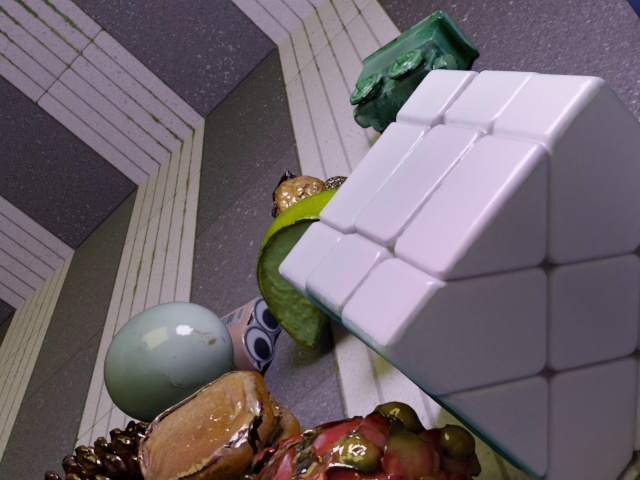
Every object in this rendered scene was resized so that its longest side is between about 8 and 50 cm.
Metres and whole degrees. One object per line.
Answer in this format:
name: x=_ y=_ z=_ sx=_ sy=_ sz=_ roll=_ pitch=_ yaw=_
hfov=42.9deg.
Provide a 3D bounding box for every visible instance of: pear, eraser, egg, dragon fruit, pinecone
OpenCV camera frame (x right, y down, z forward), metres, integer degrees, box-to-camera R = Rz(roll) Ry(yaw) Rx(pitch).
pear: x=-0.004 y=0.001 z=1.382 sx=0.239 sy=0.139 sz=0.288 roll=-48 pitch=-25 yaw=-49
eraser: x=-0.206 y=0.222 z=1.598 sx=0.290 sy=0.087 sz=0.171 roll=-29 pitch=28 yaw=36
egg: x=-0.268 y=0.215 z=1.431 sx=0.282 sy=0.203 sz=0.203 roll=-29 pitch=30 yaw=42
dragon fruit: x=0.048 y=0.291 z=0.850 sx=0.291 sy=0.250 sz=0.269 roll=-50 pitch=15 yaw=28
pinecone: x=-0.346 y=0.433 z=1.368 sx=0.224 sy=0.224 sz=0.272 roll=-19 pitch=15 yaw=49

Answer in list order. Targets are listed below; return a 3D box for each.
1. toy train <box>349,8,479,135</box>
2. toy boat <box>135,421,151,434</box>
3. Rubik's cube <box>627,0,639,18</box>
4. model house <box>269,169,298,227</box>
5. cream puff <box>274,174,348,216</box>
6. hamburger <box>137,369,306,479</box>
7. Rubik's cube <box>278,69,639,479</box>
toy train: x=0.181 y=-0.331 z=1.686 sx=0.266 sy=0.145 sz=0.202 roll=-24 pitch=30 yaw=43
toy boat: x=-0.383 y=0.427 z=1.636 sx=0.049 sy=0.047 sz=0.149 roll=-19 pitch=36 yaw=48
Rubik's cube: x=0.540 y=-0.463 z=1.054 sx=0.318 sy=0.316 sz=0.313 roll=-45 pitch=25 yaw=12
model house: x=-0.067 y=-0.037 z=1.688 sx=0.106 sy=0.165 sz=0.152 roll=-12 pitch=41 yaw=29
cream puff: x=0.021 y=-0.047 z=1.544 sx=0.169 sy=0.183 sz=0.183 roll=-18 pitch=33 yaw=15
hamburger: x=-0.131 y=0.318 z=1.163 sx=0.260 sy=0.211 sz=0.245 roll=-19 pitch=29 yaw=39
Rubik's cube: x=0.200 y=0.034 z=0.884 sx=0.319 sy=0.322 sz=0.316 roll=-52 pitch=25 yaw=-4
